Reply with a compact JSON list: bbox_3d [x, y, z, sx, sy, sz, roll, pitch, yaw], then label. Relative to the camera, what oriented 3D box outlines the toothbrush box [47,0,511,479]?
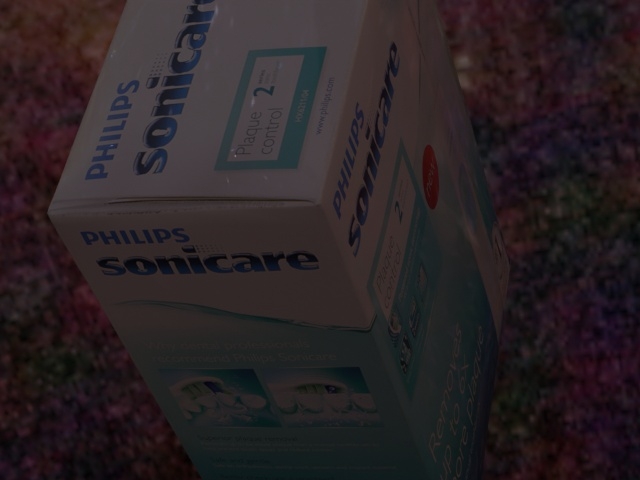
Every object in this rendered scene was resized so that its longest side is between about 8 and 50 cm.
[{"bbox_3d":[0.000,0.000,0.789,0.126,0.296,0.216,-3,48,19],"label":"toothbrush box"}]
